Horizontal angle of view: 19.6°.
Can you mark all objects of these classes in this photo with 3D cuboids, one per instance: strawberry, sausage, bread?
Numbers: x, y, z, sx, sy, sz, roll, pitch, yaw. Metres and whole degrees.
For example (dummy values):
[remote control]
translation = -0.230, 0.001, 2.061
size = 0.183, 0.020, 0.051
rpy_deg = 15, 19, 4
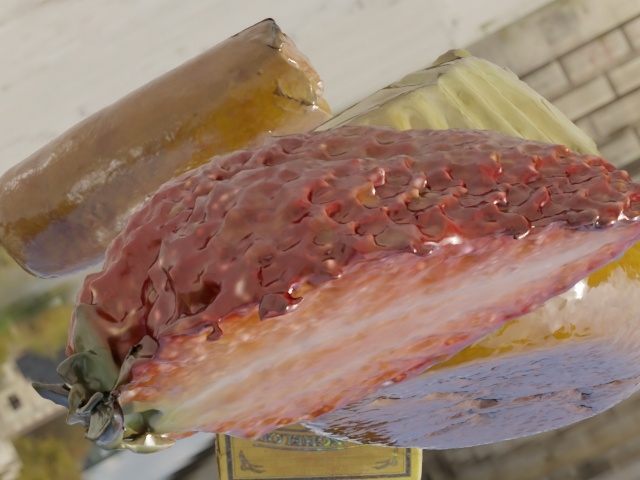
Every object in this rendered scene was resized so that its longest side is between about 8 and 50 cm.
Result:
[strawberry]
translation = -0.002, 0.003, 0.746
size = 0.236, 0.106, 0.175
rpy_deg = -15, 160, -27
[sausage]
translation = -0.121, -0.060, 1.345
size = 0.270, 0.109, 0.109
rpy_deg = -29, 180, 12
[bread]
translation = 0.082, 0.027, 1.057
size = 0.236, 0.183, 0.388
rpy_deg = -31, 167, 13

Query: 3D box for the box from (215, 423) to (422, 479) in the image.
[box]
translation = -0.005, 0.088, 1.669
size = 0.193, 0.301, 0.084
rpy_deg = -1, -143, 1
